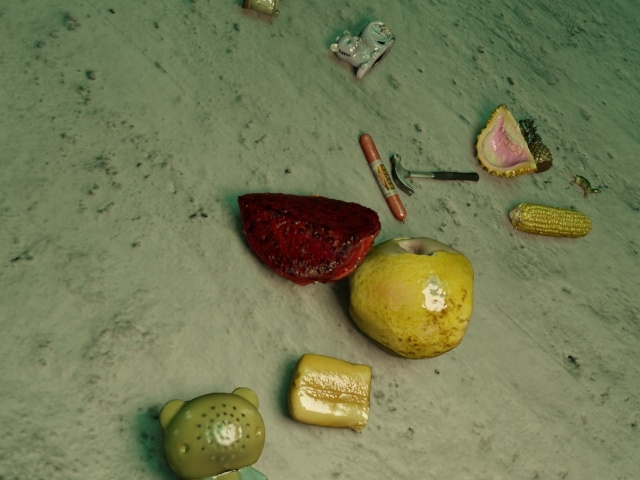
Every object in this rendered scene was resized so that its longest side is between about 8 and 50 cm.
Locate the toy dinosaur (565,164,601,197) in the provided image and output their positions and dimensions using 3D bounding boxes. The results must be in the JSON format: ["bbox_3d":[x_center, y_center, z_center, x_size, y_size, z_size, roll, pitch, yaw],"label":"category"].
[{"bbox_3d":[0.713,-0.163,1.835,0.119,0.029,0.060,45,42,9],"label":"toy dinosaur"}]

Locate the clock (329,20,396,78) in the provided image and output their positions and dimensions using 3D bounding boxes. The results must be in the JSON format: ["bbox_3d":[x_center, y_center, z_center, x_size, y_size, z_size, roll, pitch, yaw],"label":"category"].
[{"bbox_3d":[0.111,-0.504,1.719,0.117,0.080,0.176,42,60,2],"label":"clock"}]

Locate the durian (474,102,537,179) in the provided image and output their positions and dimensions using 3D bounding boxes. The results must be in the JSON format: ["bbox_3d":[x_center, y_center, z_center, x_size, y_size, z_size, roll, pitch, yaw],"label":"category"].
[{"bbox_3d":[0.481,-0.241,1.714,0.182,0.132,0.165,42,50,6],"label":"durian"}]

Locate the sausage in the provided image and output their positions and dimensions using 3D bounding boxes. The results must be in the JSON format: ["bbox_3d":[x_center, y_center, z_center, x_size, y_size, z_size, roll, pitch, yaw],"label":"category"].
[{"bbox_3d":[0.148,-0.151,1.593,0.034,0.034,0.253,-15,73,-27],"label":"sausage"}]

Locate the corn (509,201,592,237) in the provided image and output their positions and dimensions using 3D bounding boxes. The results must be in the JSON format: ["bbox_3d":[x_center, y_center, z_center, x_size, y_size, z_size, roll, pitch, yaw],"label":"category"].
[{"bbox_3d":[0.580,-0.048,1.690,0.238,0.080,0.080,8,63,-19],"label":"corn"}]

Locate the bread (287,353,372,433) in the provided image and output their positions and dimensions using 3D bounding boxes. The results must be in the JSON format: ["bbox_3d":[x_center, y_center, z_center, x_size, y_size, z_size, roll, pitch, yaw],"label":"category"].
[{"bbox_3d":[0.017,0.295,1.296,0.173,0.085,0.134,16,64,-16],"label":"bread"}]

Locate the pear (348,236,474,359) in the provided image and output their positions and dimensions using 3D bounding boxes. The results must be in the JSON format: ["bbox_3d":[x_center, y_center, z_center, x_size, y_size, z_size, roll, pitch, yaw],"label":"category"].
[{"bbox_3d":[0.181,0.109,1.356,0.271,0.271,0.271,9,63,-18],"label":"pear"}]

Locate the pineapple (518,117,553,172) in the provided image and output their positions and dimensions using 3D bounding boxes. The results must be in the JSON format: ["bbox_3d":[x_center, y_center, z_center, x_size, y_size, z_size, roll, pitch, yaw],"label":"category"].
[{"bbox_3d":[0.569,-0.258,1.797,0.074,0.074,0.160,3,57,-21],"label":"pineapple"}]

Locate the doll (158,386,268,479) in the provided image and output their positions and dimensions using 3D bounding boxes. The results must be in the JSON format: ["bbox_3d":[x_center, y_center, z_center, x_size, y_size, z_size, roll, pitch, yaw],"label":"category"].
[{"bbox_3d":[-0.171,0.387,1.133,0.176,0.161,0.261,-5,70,-22],"label":"doll"}]

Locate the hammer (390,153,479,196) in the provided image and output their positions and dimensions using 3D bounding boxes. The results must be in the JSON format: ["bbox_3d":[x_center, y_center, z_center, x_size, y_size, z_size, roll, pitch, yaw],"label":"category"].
[{"bbox_3d":[0.290,-0.155,1.656,0.246,0.029,0.103,2,65,-23],"label":"hammer"}]

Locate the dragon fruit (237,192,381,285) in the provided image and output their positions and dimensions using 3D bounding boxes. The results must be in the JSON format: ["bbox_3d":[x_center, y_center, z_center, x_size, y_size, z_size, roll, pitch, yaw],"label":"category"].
[{"bbox_3d":[0.000,0.000,1.385,0.316,0.152,0.205,19,24,33],"label":"dragon fruit"}]

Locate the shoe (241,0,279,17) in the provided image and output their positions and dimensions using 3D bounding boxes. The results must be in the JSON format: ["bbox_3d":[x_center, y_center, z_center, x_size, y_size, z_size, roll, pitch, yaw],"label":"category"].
[{"bbox_3d":[-0.109,-0.675,1.703,0.098,0.103,0.275,26,65,-10],"label":"shoe"}]
